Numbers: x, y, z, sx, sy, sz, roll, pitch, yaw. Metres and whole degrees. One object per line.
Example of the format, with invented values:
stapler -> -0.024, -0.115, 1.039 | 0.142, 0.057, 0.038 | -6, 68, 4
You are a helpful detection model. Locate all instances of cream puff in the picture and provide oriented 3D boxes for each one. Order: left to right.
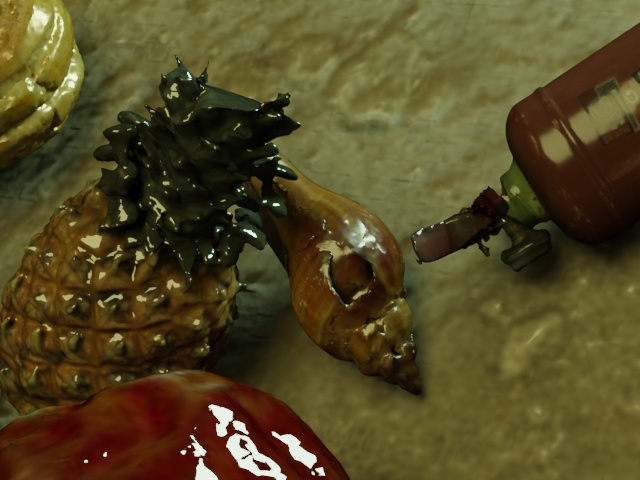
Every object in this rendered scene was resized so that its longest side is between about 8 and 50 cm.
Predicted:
cream puff -> -0.267, -0.119, 1.403 | 0.189, 0.129, 0.189 | -8, 57, 13

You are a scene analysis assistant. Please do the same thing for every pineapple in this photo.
pineapple -> -0.106, -0.003, 1.167 | 0.157, 0.158, 0.278 | 59, 136, 38

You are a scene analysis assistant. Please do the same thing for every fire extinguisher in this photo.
fire extinguisher -> 0.201, -0.080, 1.127 | 0.337, 0.147, 0.106 | -34, 80, 6

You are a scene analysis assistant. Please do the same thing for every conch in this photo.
conch -> 0.006, 0.001, 1.216 | 0.080, 0.086, 0.232 | -21, 54, -7

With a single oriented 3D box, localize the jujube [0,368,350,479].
jujube -> -0.120, 0.227, 0.991 | 0.276, 0.276, 0.377 | 11, 42, 32
